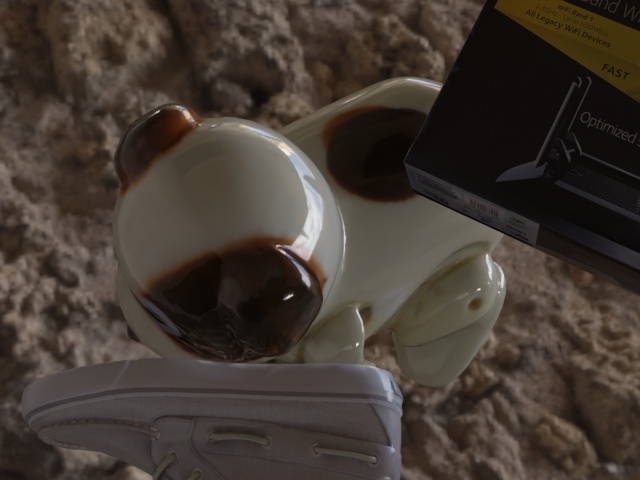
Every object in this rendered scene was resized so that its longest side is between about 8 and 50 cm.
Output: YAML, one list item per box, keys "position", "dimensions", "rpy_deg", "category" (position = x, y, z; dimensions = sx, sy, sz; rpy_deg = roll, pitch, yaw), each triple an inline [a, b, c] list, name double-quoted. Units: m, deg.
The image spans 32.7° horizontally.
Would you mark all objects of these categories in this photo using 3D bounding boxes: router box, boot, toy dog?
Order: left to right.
- position: [-0.074, 0.149, 0.713]
  dimensions: [0.095, 0.258, 0.123]
  rpy_deg: [77, 12, -64]
  category: "boot"
- position: [0.000, 0.000, 0.973]
  dimensions: [0.395, 0.407, 0.285]
  rpy_deg: [-43, -111, 38]
  category: "toy dog"
- position: [0.243, -0.083, 0.696]
  dimensions: [0.243, 0.308, 0.081]
  rpy_deg: [-62, 167, -6]
  category: "router box"
